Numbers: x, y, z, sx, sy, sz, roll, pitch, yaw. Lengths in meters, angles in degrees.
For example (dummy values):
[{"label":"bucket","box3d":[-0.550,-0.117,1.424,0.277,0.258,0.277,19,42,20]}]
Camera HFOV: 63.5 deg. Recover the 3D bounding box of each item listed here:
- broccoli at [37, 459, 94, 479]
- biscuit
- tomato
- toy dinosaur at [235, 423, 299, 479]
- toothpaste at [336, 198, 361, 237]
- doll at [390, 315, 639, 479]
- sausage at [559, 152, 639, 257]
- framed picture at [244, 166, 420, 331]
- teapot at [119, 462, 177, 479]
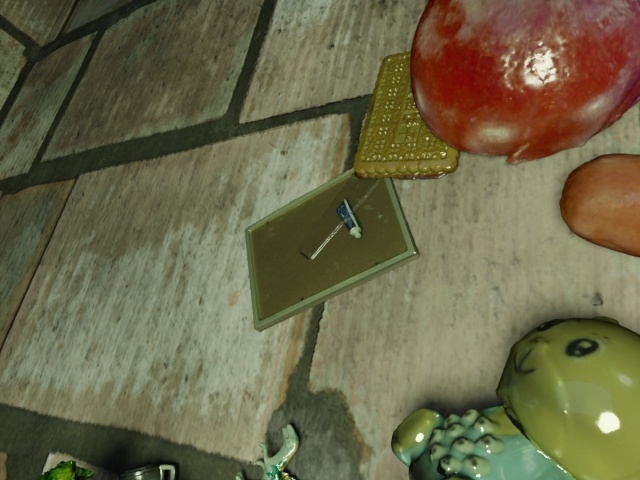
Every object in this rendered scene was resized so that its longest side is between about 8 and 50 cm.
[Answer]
[{"label":"broccoli","box3d":[-0.281,0.424,0.679,0.269,0.269,0.254,-32,59,17]},{"label":"biscuit","box3d":[0.152,-0.211,0.838,0.172,0.029,0.254,3,65,29]},{"label":"tomato","box3d":[0.270,-0.264,0.683,0.335,0.176,0.290,23,81,31]},{"label":"toy dinosaur","box3d":[-0.065,0.345,0.677,0.106,0.044,0.187,-13,55,11]},{"label":"toothpaste","box3d":[0.045,-0.033,0.807,0.027,0.019,0.083,-50,41,23]},{"label":"doll","box3d":[0.214,0.184,0.484,0.261,0.161,0.177,-46,8,6]},{"label":"sausage","box3d":[0.383,-0.025,0.526,0.259,0.113,0.113,20,77,40]},{"label":"framed picture","box3d":[0.000,0.000,0.843,0.289,0.020,0.211,-28,51,20]},{"label":"teapot","box3d":[-0.260,0.372,0.789,0.088,0.066,0.057,-13,75,3]}]
